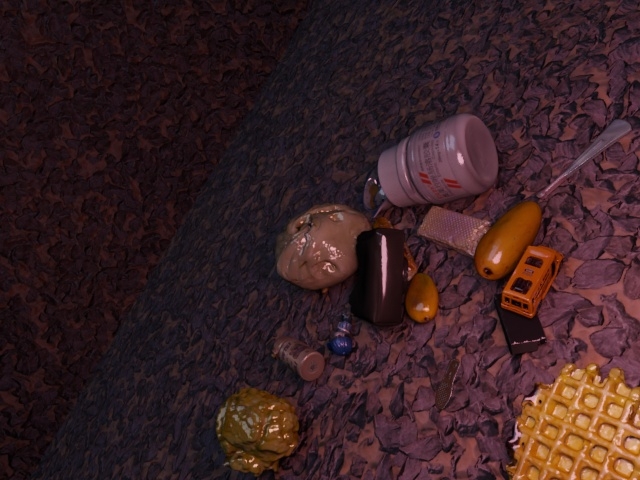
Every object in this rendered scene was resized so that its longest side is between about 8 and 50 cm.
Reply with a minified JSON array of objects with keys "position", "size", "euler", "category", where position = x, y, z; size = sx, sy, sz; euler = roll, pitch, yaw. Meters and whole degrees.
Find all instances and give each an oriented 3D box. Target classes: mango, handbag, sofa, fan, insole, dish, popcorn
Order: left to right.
[{"position":[-0.195,0.572,1.523],"size":[0.270,0.224,0.258],"euler":[-37,45,14],"category":"popcorn"},{"position":[0.165,0.106,1.518],"size":[0.257,0.113,0.285],"euler":[179,95,-71],"category":"handbag"},{"position":[0.232,-0.175,1.757],"size":[0.228,0.086,0.236],"euler":[-52,28,35],"category":"dish"},{"position":[0.290,0.161,1.435],"size":[0.101,0.066,0.187],"euler":[-28,35,32],"category":"mango"},{"position":[0.323,0.363,1.271],"size":[0.045,0.002,0.135],"euler":[6,65,51],"category":"insole"},{"position":[0.483,-0.001,1.287],"size":[0.113,0.138,0.253],"euler":[36,75,16],"category":"mango"},{"position":[0.476,0.195,1.194],"size":[0.085,0.060,0.147],"euler":[-14,47,12],"category":"sofa"},{"position":[0.687,-0.206,1.309],"size":[0.282,0.023,0.057],"euler":[-46,44,12],"category":"fan"}]

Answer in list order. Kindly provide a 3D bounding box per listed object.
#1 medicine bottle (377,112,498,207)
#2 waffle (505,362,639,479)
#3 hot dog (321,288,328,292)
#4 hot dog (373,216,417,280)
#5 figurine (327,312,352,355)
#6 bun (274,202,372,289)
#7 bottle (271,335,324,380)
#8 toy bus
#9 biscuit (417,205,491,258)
[{"position":[0.353,-0.230,1.529],"size":[0.306,0.245,0.245],"euler":[-15,50,44],"category":"medicine bottle"},{"position":[0.502,0.396,0.980],"size":[0.307,0.060,0.312],"euler":[-24,45,34],"category":"waffle"},{"position":[0.015,0.132,1.814],"size":[0.137,0.028,0.044],"euler":[-93,24,-46],"category":"hot dog"},{"position":[0.232,0.021,1.618],"size":[0.083,0.068,0.289],"euler":[-49,35,20],"category":"hot dog"},{"position":[0.077,0.300,1.576],"size":[0.079,0.077,0.136],"euler":[18,55,20],"category":"figurine"},{"position":[0.000,0.000,1.752],"size":[0.362,0.234,0.326],"euler":[-27,35,10],"category":"bun"},{"position":[-0.086,0.383,1.651],"size":[0.110,0.097,0.209],"euler":[-26,23,-28],"category":"bottle"},{"position":[0.502,0.081,1.180],"size":[0.083,0.088,0.194],"euler":[20,60,36],"category":"toy bus"},{"position":[0.393,-0.027,1.472],"size":[0.108,0.062,0.239],"euler":[-58,33,-2],"category":"biscuit"}]
